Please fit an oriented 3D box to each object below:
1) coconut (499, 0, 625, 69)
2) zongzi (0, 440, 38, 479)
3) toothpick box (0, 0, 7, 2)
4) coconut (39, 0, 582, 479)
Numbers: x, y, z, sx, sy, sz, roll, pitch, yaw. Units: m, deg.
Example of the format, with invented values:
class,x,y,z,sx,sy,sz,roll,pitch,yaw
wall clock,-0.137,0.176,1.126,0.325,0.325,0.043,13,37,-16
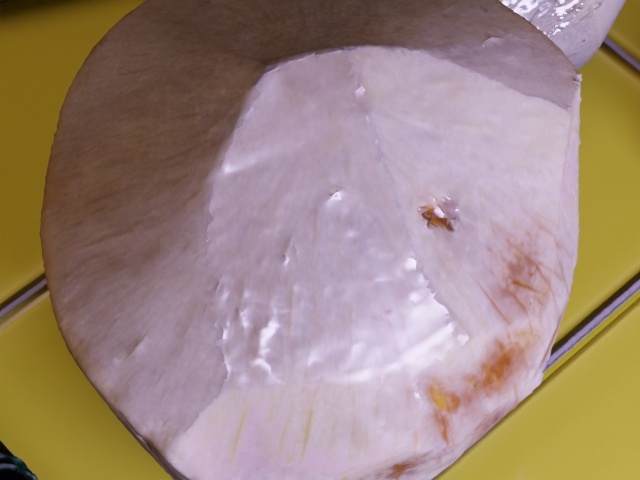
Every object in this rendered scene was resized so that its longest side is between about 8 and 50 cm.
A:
class,x,y,z,sx,sy,sz,roll,pitch,yaw
coconut,0.157,-0.261,1.126,0.245,0.245,0.247,27,74,16
zongzi,-0.277,0.312,0.851,0.362,0.319,0.383,-48,51,-11
toothpick box,-0.262,-0.287,1.231,0.180,0.111,0.111,-13,61,-6
coconut,0.000,0.000,0.888,0.344,0.415,0.415,5,61,4
